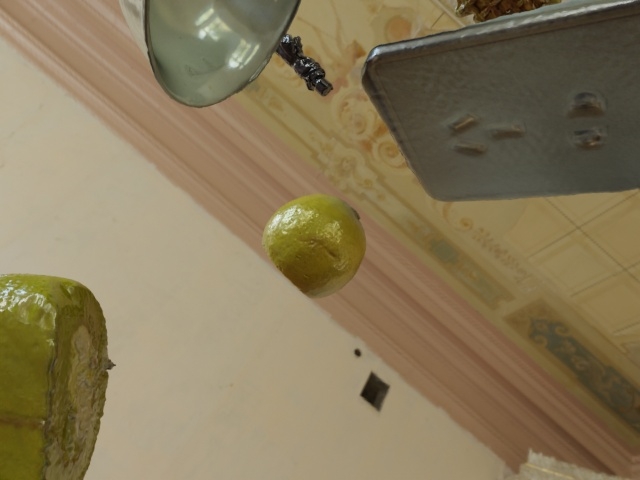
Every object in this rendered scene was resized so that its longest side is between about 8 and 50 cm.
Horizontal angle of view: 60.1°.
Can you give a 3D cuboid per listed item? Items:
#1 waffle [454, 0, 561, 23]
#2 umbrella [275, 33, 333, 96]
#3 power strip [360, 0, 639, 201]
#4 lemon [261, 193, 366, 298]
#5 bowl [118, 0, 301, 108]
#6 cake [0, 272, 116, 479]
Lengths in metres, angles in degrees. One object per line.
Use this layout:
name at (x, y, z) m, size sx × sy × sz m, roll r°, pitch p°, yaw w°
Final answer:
waffle at (0.344, -0.512, 1.058) m, size 0.243 × 0.059 × 0.238 m, roll 25°, pitch -27°, yaw 32°
umbrella at (-0.051, -0.421, 1.276) m, size 0.071 × 0.080 × 0.224 m, roll -44°, pitch -106°, yaw 13°
power strip at (0.162, -0.109, 0.440) m, size 0.213 × 0.064 × 0.198 m, roll -1°, pitch -29°, yaw 29°
lemon at (0.000, 0.000, 1.300) m, size 0.219 × 0.240 × 0.240 m, roll -42°, pitch -78°, yaw 5°
bowl at (-0.139, -0.322, 0.623) m, size 0.146 × 0.313 × 0.313 m, roll 31°, pitch -43°, yaw 14°
cake at (-0.343, 0.169, 0.651) m, size 0.156 × 0.260 × 0.179 m, roll 6°, pitch -4°, yaw -4°
